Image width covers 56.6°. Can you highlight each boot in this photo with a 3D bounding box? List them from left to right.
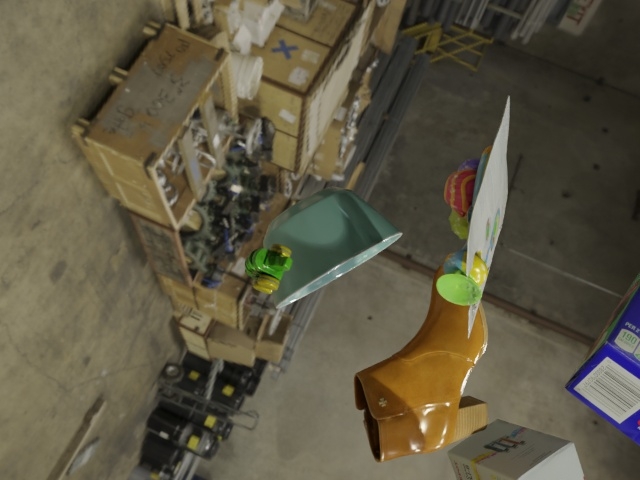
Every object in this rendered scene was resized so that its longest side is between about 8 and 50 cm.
[{"bbox_3d":[0.150,0.184,0.930,0.104,0.211,0.295,163,-79,-67],"label":"boot"}]

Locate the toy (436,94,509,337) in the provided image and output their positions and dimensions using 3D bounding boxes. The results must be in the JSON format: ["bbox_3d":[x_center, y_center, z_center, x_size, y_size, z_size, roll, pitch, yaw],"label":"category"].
[{"bbox_3d":[0.159,-0.033,0.625,0.237,0.056,0.137,-65,152,-42],"label":"toy"}]

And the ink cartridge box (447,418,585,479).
[{"bbox_3d":[0.323,0.394,0.976,0.127,0.128,0.176,-22,-176,-23],"label":"ink cartridge box"}]

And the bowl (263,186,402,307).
[{"bbox_3d":[0.000,0.000,1.270,0.311,0.163,0.311,-31,173,-4],"label":"bowl"}]

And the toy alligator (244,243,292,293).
[{"bbox_3d":[-0.082,0.039,0.819,0.056,0.051,0.189,-69,-170,-17],"label":"toy alligator"}]

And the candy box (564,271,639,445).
[{"bbox_3d":[0.488,0.128,0.692,0.317,0.268,0.122,-40,157,-33],"label":"candy box"}]
